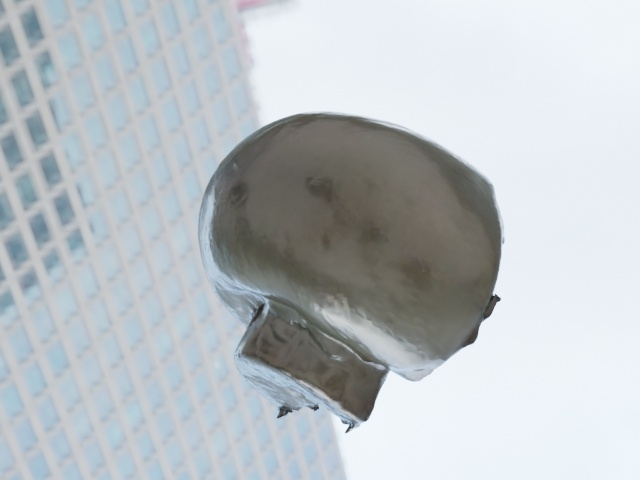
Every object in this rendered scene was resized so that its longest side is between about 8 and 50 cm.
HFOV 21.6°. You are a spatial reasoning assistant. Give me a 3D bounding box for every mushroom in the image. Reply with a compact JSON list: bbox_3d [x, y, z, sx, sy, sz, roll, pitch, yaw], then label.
[{"bbox_3d":[0.000,0.000,0.803,0.141,0.117,0.188,-52,-162,-18],"label":"mushroom"}]
